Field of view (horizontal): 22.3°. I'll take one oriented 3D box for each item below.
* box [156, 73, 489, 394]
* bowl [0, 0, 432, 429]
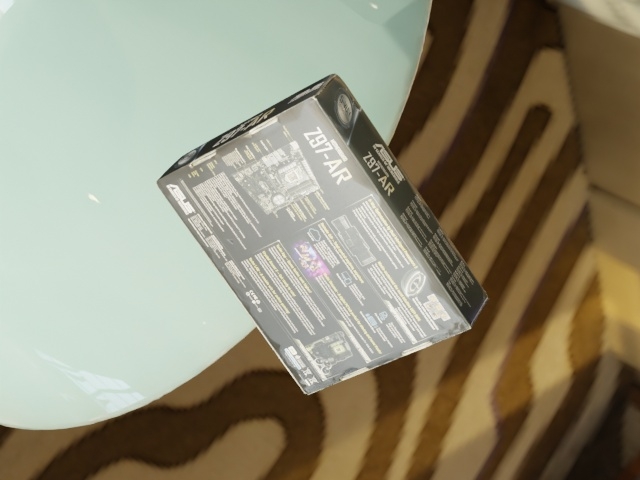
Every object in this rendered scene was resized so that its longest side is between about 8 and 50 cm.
[{"bbox_3d":[0.000,0.000,0.484,0.083,0.067,0.018,55,37,-12],"label":"box"},{"bbox_3d":[-0.126,-0.097,0.643,0.163,0.311,0.312,34,86,-45],"label":"bowl"}]
